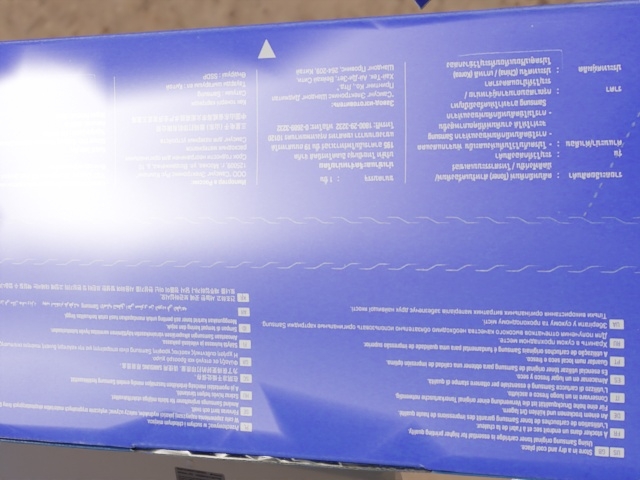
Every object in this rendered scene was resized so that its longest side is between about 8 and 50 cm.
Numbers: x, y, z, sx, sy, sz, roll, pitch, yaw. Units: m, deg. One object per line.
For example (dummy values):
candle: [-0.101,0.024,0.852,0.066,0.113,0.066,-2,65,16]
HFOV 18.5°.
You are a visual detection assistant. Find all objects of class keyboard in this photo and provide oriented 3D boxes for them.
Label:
keyboard: [-0.066,0.124,1.052,0.256,0.072,0.014,12,131,-22]

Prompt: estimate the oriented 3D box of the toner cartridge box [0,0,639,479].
toner cartridge box: [0.000,0.000,0.748,0.347,0.075,0.165,1,94,32]

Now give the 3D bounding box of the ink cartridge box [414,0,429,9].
ink cartridge box: [0.102,-0.343,1.701,0.208,0.206,0.045,48,169,-24]
